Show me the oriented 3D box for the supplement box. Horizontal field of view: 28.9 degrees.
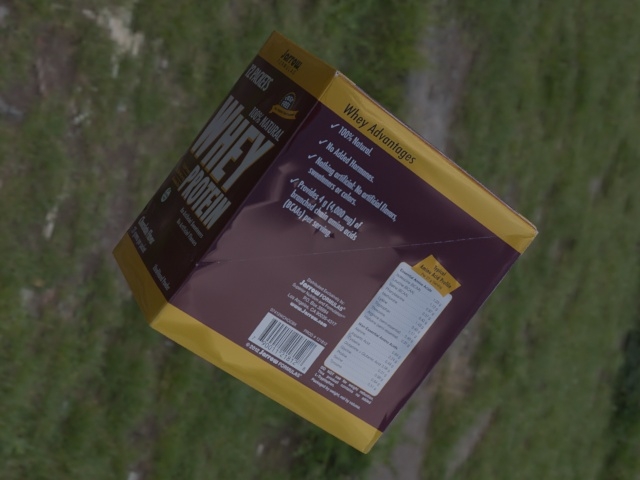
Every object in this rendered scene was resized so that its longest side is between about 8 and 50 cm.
[{"bbox_3d":[0.000,0.000,0.844,0.191,0.129,0.194,35,96,-28],"label":"supplement box"}]
